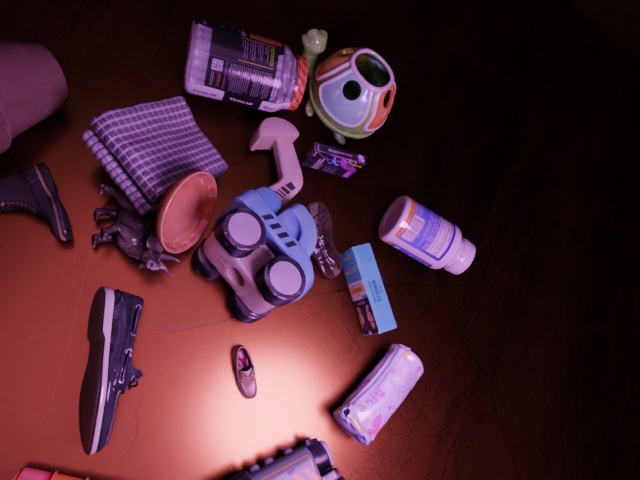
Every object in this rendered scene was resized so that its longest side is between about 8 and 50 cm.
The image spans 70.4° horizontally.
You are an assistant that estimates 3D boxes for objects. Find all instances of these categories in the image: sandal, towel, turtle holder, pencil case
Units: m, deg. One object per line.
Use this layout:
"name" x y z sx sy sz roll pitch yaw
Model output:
"sandal" 0.000 0.000 1.284 0.090 0.060 0.219 -25 100 -21
"towel" -0.378 -0.215 1.092 0.235 0.121 0.283 51 37 -3
"turtle holder" 0.090 -0.477 1.360 0.243 0.227 0.320 -19 83 -26
"pencil case" 0.155 0.399 1.198 0.273 0.113 0.124 -40 115 -28

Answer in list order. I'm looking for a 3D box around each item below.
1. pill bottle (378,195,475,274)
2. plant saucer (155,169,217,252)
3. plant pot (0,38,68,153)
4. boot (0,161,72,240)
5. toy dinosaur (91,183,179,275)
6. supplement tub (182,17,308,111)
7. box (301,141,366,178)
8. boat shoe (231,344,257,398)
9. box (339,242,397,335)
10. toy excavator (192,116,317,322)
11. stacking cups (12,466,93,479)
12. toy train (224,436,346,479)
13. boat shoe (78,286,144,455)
"pill bottle" 0.324 -0.008 1.366 0.272 0.152 0.152 29 66 -14
"plant saucer" -0.306 -0.068 1.029 0.037 0.200 0.200 23 65 13
"plant pot" -0.701 -0.337 0.993 0.263 0.263 0.229 51 47 -2
"boot" -0.657 -0.069 1.021 0.137 0.077 0.198 -22 71 -22
"toy dinosaur" -0.450 -0.050 1.089 0.160 0.121 0.314 8 57 -40
"supplement tub" -0.206 -0.469 1.251 0.316 0.193 0.194 9 72 -20
"box" 0.037 -0.232 1.329 0.162 0.116 0.029 13 72 -18
"boat shoe" -0.186 0.323 1.114 0.050 0.045 0.135 -16 82 -26
"box" 0.129 0.138 1.271 0.060 0.100 0.244 -13 80 -24
"toy excavator" -0.128 -0.074 1.190 0.433 0.222 0.445 51 49 -1
"stacking cups" -0.455 0.532 0.912 0.316 0.096 0.096 22 68 -16
"toy train" -0.094 0.592 1.032 0.333 0.142 0.190 -17 73 -26
"boat shoe" -0.442 0.275 0.983 0.113 0.127 0.340 13 66 -44
